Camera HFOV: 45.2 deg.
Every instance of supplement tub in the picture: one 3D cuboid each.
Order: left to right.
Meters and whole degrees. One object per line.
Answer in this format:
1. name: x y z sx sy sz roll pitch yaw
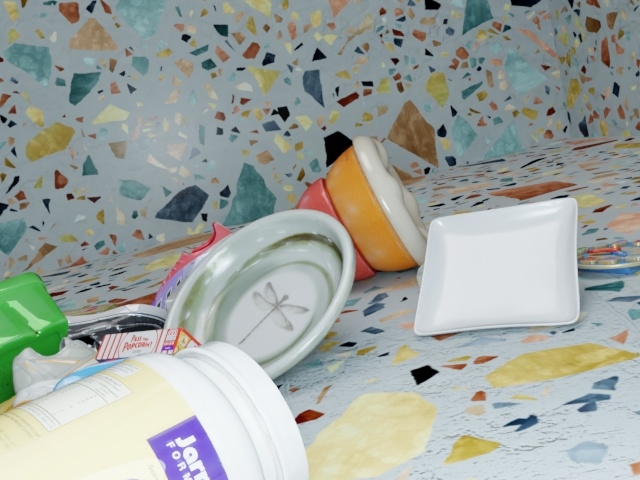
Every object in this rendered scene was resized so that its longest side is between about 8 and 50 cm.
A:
1. supplement tub: -0.199 0.246 0.704 0.331 0.240 0.241 -22 13 -38

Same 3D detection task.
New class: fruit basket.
1. fruit basket: -0.692 0.230 1.462 0.393 0.282 0.392 0 22 0

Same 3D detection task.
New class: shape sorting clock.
1. shape sorting clock: 0.575 0.025 1.493 0.206 0.040 0.206 -13 10 2

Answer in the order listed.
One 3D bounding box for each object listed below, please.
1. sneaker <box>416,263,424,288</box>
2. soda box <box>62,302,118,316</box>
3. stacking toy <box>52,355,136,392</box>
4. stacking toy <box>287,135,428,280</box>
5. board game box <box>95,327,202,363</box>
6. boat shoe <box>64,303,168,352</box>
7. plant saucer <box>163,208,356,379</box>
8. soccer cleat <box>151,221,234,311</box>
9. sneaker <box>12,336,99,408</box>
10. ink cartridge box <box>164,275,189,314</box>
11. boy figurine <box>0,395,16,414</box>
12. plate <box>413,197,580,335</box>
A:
1. sneaker: 0.348 0.041 1.522 0.294 0.102 0.146 -6 12 36
2. soda box: -0.609 0.207 1.975 0.182 0.058 0.061 -9 11 17
3. stacking toy: -0.311 0.263 1.116 0.175 0.165 0.302 -8 -8 -28
4. stacking toy: 0.000 0.000 1.841 0.480 0.350 0.350 -28 7 12
5. board game box: -0.217 0.203 1.152 0.147 0.193 0.045 -8 50 27
6. boat shoe: -0.473 0.214 1.670 0.302 0.108 0.102 -3 40 -15
7. plant saucer: -0.098 0.122 1.381 0.401 0.100 0.400 -23 38 20
8. soccer cleat: -0.319 0.092 1.805 0.318 0.116 0.109 -42 19 -5
9. sneaker: -0.368 0.207 1.249 0.263 0.121 0.099 0 -35 -39
10. ink cartridge box: -0.147 0.126 1.622 0.307 0.131 0.226 -11 10 4
11. boy figurine: -0.492 0.289 1.279 0.177 0.092 0.285 -10 15 20
12. plate: 0.316 0.054 1.357 0.278 0.045 0.277 -9 45 26
